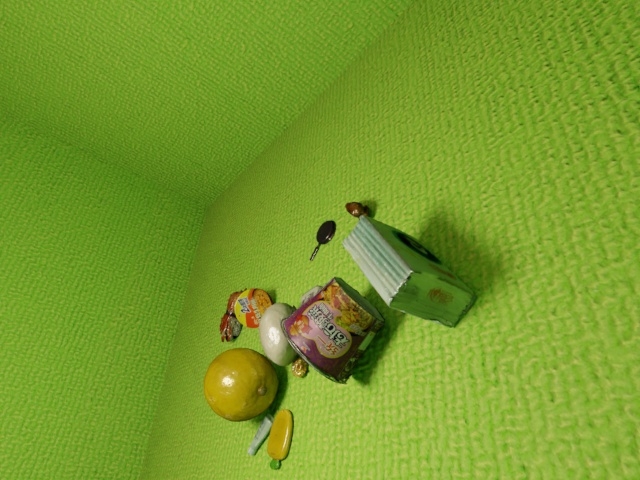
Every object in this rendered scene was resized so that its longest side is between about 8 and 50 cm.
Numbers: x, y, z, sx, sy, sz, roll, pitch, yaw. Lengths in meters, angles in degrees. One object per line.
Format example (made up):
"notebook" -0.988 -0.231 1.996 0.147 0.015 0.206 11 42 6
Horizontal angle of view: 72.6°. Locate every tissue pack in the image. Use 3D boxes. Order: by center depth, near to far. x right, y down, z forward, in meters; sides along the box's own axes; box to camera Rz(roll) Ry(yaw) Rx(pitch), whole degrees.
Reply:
"tissue pack" 0.274 0.089 1.427 0.162 0.287 0.388 -60 30 17

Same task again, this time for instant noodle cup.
"instant noodle cup" 0.064 0.311 1.599 0.266 0.340 0.340 -48 32 5
"instant noodle cup" -0.378 0.358 2.363 0.174 0.213 0.213 -5 64 67

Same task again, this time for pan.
"pan" 0.000 0.000 2.189 0.235 0.028 0.136 -60 29 8

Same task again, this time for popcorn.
"popcorn" -0.089 0.552 1.882 0.083 0.057 0.082 7 75 56

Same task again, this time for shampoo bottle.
"shampoo bottle" -0.036 0.356 1.936 0.153 0.071 0.284 -38 41 43
"shampoo bottle" -0.266 0.868 1.938 0.190 0.041 0.069 -61 35 6

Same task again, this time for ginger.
"ginger" 0.175 -0.134 1.950 0.073 0.103 0.162 -55 21 8

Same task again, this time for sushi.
"sushi" -0.500 0.438 2.567 0.124 0.130 0.332 9 81 54

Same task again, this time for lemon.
"lemon" -0.356 0.648 1.968 0.348 0.348 0.347 -37 39 39

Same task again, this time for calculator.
"calculator" -0.172 0.830 1.825 0.146 0.032 0.234 -21 49 51

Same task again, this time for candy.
"candy" -0.182 0.417 1.947 0.295 0.185 0.295 -4 -90 -85
